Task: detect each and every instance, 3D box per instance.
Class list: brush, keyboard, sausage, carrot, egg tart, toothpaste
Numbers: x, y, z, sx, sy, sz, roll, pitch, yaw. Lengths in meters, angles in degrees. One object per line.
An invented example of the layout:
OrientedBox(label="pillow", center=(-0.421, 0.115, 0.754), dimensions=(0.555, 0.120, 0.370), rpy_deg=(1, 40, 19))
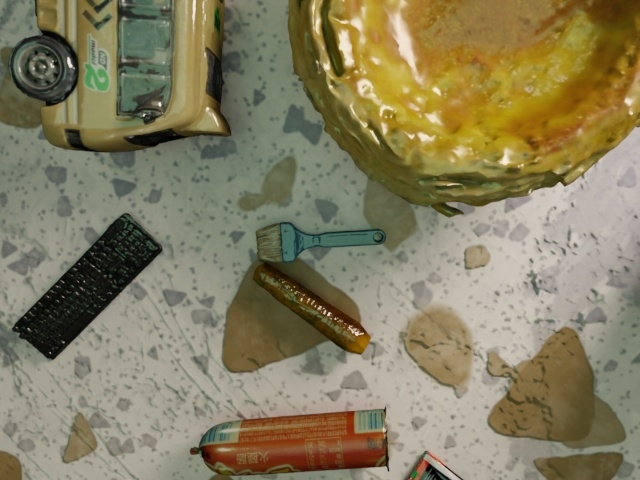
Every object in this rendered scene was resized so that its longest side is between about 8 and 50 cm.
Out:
OrientedBox(label="brush", center=(0.000, 0.000, 0.703), dimensions=(0.164, 0.014, 0.051), rpy_deg=(-3, 100, 4))
OrientedBox(label="keyboard", center=(-0.309, 0.065, 0.734), dimensions=(0.231, 0.023, 0.072), rpy_deg=(-43, 96, 10))
OrientedBox(label="sausage", center=(-0.042, 0.261, 0.721), dimensions=(0.264, 0.083, 0.083), rpy_deg=(-7, 99, 7))
OrientedBox(label="carrot", center=(-0.013, 0.085, 0.703), dimensions=(0.171, 0.042, 0.042), rpy_deg=(35, 100, -2))
OrientedBox(label="egg tart", center=(0.158, -0.217, 0.581), dimensions=(0.388, 0.169, 0.387), rpy_deg=(0, 95, 4))
OrientedBox(label="toothpaste", center=(0.201, 0.357, 0.733), dimensions=(0.194, 0.045, 0.071), rpy_deg=(32, 92, 5))

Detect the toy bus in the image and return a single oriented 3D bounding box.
OrientedBox(label="toy bus", center=(-0.196, -0.276, 0.594), dimensions=(0.202, 0.177, 0.365), rpy_deg=(3, 98, -2))
